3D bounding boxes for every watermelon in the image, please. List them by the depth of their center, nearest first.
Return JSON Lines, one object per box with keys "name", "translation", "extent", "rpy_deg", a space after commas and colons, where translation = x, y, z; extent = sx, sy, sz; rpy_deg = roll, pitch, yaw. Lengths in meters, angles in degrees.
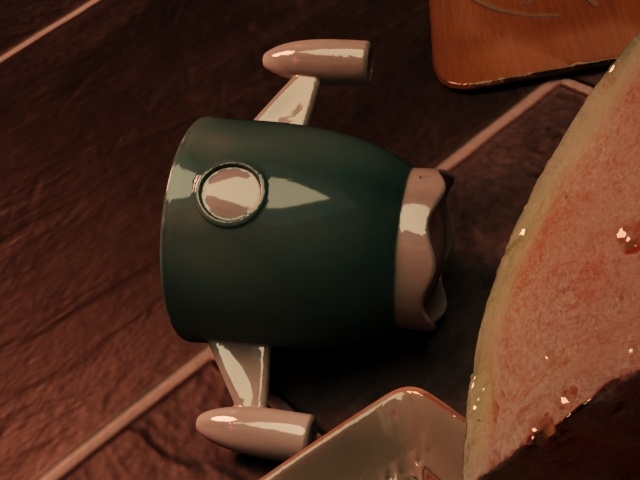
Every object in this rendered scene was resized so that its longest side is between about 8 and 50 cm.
{"name": "watermelon", "translation": [0.218, 0.016, 0.522], "extent": [0.260, 0.256, 0.176], "rpy_deg": [9, 7, -12]}

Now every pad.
{"name": "pad", "translation": [0.237, -0.244, 1.050], "extent": [0.283, 0.018, 0.287], "rpy_deg": [-9, 42, 11]}

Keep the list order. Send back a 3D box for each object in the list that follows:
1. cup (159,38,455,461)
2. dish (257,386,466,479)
{"name": "cup", "translation": [0.000, 0.000, 0.780], "extent": [0.173, 0.167, 0.300], "rpy_deg": [5, 73, 12]}
{"name": "dish", "translation": [0.007, 0.192, 0.628], "extent": [0.234, 0.064, 0.154], "rpy_deg": [-31, 34, -15]}
